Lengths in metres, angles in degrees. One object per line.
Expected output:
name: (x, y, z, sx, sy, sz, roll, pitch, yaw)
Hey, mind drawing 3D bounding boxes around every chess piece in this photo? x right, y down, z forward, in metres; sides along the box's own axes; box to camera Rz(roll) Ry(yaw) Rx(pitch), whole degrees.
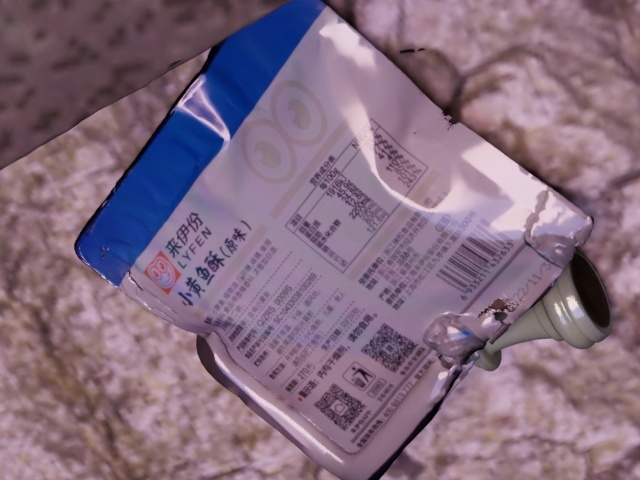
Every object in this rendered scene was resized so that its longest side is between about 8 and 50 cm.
chess piece: (0.076, 0.040, 0.779, 0.093, 0.042, 0.042, -27, 111, 25)

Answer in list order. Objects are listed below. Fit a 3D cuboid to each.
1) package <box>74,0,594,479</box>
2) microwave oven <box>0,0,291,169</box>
package: (0.000, 0.000, 0.764, 0.173, 0.027, 0.171, 41, 119, 3)
microwave oven: (-0.107, -0.279, 0.472, 0.374, 0.236, 0.432, -31, 113, -5)
